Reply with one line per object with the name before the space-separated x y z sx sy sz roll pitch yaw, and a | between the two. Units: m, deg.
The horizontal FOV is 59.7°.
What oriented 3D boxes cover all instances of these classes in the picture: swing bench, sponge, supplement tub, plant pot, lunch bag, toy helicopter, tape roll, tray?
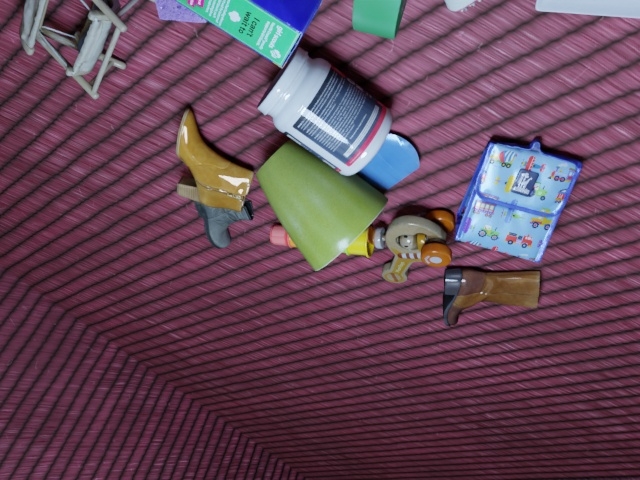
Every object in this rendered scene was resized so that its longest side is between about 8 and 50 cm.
swing bench | -0.559 -0.517 1.284 0.255 0.165 0.253 34 138 -16
sponge | -0.320 -0.586 1.221 0.117 0.031 0.210 9 137 11
supplement tub | 0.012 -0.295 1.293 0.272 0.191 0.191 33 137 -17
plant pot | -0.020 -0.118 1.481 0.293 0.275 0.275 45 135 -4
lunch bag | 0.486 -0.120 1.384 0.221 0.138 0.293 16 127 5
toy helicopter | 0.232 0.034 1.627 0.235 0.140 0.355 13 150 -1
tape roll | 0.129 -0.504 0.920 0.077 0.321 0.321 15 139 4
tray | 0.545 -0.482 1.012 0.271 0.030 0.145 9 138 11

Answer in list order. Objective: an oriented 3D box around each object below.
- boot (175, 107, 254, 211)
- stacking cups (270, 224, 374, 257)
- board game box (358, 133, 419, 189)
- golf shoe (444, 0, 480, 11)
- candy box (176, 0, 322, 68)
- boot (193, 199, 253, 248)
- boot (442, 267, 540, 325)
boot | -0.290 -0.219 1.564 0.211 0.104 0.295 11 129 -1
stacking cups | 0.000 0.000 1.695 0.316 0.096 0.096 2 136 19
board game box | 0.172 -0.212 1.449 0.133 0.033 0.169 41 130 -17
golf shoe | 0.317 -0.540 0.975 0.140 0.115 0.306 42 133 -20
candy box | -0.135 -0.524 1.031 0.317 0.268 0.122 29 156 -11
boot | -0.283 -0.064 1.748 0.161 0.083 0.246 -1 137 14
boot | 0.523 0.179 1.731 0.281 0.096 0.264 1 129 9
